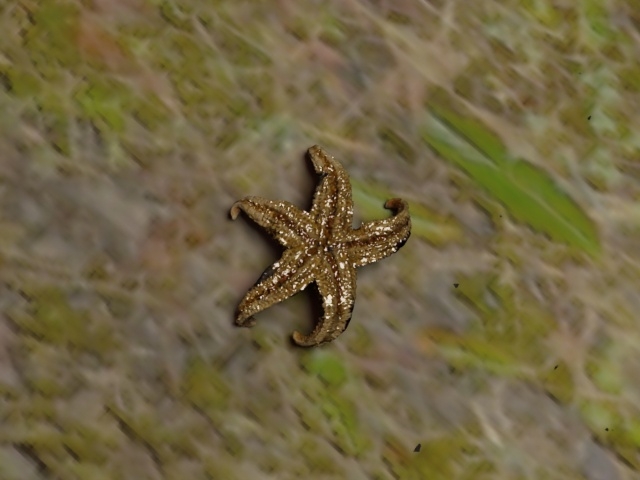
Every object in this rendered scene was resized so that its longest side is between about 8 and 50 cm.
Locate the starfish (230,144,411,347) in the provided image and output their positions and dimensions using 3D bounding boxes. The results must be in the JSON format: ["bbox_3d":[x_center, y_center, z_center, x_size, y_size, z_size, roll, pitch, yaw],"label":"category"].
[{"bbox_3d":[0.000,0.000,0.784,0.078,0.028,0.091,2,71,-1],"label":"starfish"}]
